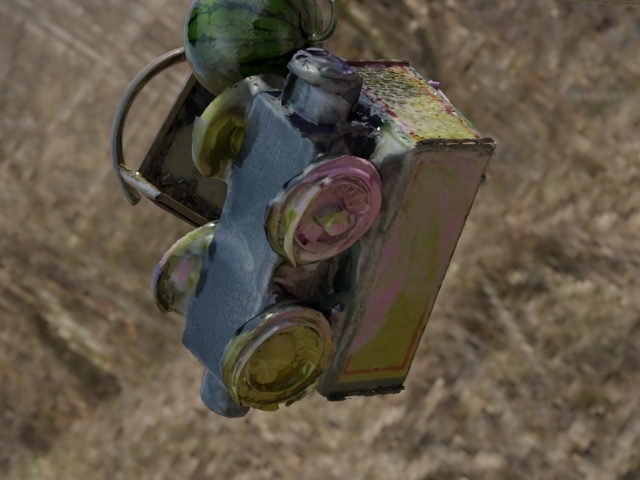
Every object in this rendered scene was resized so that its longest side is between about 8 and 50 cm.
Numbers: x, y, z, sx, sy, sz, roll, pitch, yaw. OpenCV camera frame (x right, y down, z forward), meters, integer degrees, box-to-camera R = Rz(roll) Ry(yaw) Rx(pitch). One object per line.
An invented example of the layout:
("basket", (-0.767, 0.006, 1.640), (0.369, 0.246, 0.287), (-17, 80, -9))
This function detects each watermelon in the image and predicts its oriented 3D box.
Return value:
("watermelon", (-0.041, -0.138, 1.259), (0.109, 0.109, 0.109), (-54, 10, 15))

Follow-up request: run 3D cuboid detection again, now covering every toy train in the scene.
("toy train", (0.000, 0.000, 1.218), (0.134, 0.177, 0.261), (49, 130, 43))

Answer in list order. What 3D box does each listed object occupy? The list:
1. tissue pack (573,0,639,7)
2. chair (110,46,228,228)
("tissue pack", (0.178, -0.162, 0.926), (0.257, 0.185, 0.081), (12, 93, 43))
("chair", (-0.089, -0.091, 1.771), (0.188, 0.166, 0.272), (-61, 23, -2))
